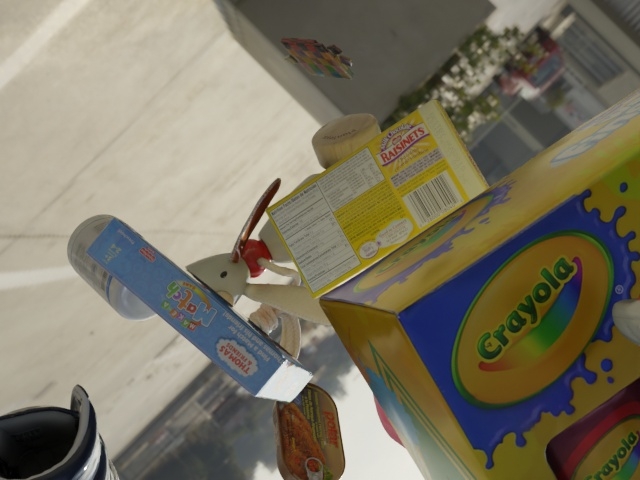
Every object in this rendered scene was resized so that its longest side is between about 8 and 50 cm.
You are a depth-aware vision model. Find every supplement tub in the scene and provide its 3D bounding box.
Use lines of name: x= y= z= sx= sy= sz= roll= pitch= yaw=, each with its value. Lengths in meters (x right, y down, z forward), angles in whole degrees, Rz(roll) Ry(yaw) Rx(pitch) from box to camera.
supplement tub: x=-0.190 y=0.025 z=0.940 sx=0.071 sy=0.107 sz=0.071 roll=-20 pitch=125 yaw=-31

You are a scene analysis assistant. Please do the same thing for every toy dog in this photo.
toy dog: x=0.000 y=0.000 z=1.080 sx=0.161 sy=0.220 sz=0.334 roll=9 pitch=-121 yaw=53

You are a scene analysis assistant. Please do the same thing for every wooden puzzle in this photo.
wooden puzzle: x=-0.002 y=-0.155 z=0.836 sx=0.049 sy=0.083 sz=0.006 roll=39 pitch=72 yaw=-46

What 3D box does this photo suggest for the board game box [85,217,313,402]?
board game box: x=-0.086 y=0.063 z=0.774 sx=0.039 sy=0.160 sz=0.211 roll=-50 pitch=169 yaw=-6

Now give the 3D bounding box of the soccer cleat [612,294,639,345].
soccer cleat: x=0.232 y=0.066 z=0.471 sx=0.196 sy=0.076 sz=0.068 roll=10 pitch=-168 yaw=39

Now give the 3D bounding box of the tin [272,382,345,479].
tin: x=-0.020 y=0.311 z=1.547 sx=0.040 sy=0.106 sz=0.190 roll=112 pitch=-22 yaw=-45

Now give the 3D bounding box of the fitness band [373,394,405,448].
fitness band: x=0.110 y=0.120 z=1.038 sx=0.291 sy=0.054 sz=0.209 roll=-179 pitch=-89 yaw=-77

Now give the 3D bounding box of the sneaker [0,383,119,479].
sneaker: x=-0.214 y=0.167 z=0.757 sx=0.099 sy=0.153 sz=0.282 roll=-20 pitch=-158 yaw=-17

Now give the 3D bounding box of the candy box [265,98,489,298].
candy box: x=0.052 y=-0.037 z=0.949 sx=0.206 sy=0.105 sz=0.027 roll=-32 pitch=167 yaw=21

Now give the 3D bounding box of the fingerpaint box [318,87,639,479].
fingerpaint box: x=0.288 y=0.079 z=0.693 sx=0.445 sy=0.371 sz=0.163 roll=-32 pitch=-171 yaw=-14
